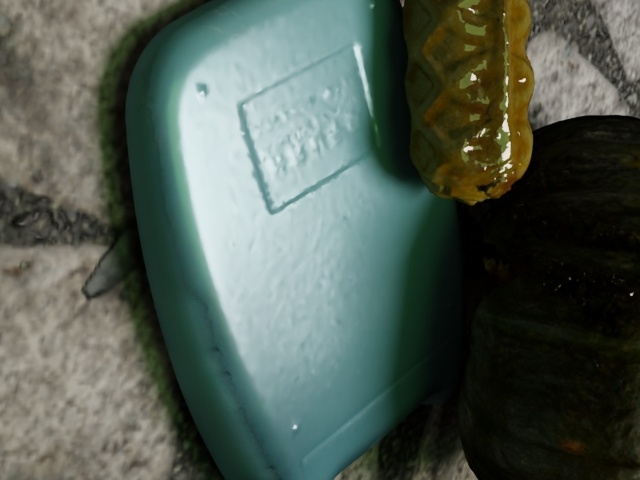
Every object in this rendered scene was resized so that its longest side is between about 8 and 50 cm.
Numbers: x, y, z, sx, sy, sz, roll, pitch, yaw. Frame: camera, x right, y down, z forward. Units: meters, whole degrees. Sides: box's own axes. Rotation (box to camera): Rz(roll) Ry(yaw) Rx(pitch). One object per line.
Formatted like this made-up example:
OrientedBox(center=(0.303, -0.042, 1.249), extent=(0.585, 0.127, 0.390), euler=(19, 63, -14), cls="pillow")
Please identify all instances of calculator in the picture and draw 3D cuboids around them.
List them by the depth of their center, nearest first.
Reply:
OrientedBox(center=(0.000, 0.000, 0.726), extent=(0.256, 0.054, 0.386), euler=(-34, 121, -35), cls="calculator")

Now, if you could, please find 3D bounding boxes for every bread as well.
OrientedBox(center=(0.089, -0.205, 0.699), extent=(0.084, 0.077, 0.368), euler=(-15, 103, -56), cls="bread")

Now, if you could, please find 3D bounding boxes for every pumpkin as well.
OrientedBox(center=(0.214, 0.065, 0.825), extent=(0.320, 0.192, 0.320), euler=(11, 90, -71), cls="pumpkin")
